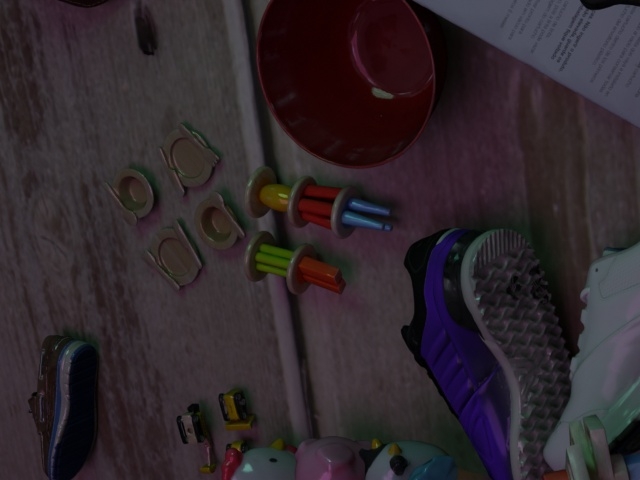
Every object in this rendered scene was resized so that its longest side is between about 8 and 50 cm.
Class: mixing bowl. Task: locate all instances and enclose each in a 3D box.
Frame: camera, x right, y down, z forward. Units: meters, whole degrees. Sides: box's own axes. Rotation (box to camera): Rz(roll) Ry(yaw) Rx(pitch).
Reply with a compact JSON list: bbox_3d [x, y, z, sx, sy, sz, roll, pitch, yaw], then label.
[{"bbox_3d":[0.044,-0.164,1.330,0.181,0.098,0.182,14,117,29],"label":"mixing bowl"}]

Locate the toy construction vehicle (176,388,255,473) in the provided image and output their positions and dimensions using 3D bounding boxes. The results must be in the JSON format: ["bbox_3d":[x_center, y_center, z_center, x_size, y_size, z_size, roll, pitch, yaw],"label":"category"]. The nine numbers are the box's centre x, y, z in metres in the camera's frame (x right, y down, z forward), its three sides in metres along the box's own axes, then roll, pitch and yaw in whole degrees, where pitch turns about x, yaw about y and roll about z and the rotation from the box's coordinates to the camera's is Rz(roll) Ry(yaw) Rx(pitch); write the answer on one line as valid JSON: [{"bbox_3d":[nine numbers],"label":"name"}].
[{"bbox_3d":[-0.107,0.207,1.629,0.085,0.035,0.098,-9,106,25],"label":"toy construction vehicle"}]

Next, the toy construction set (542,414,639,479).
[{"bbox_3d":[0.339,0.222,1.196,0.327,0.215,0.151,2,80,5],"label":"toy construction set"}]

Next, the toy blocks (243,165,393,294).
[{"bbox_3d":[0.000,0.000,1.455,0.148,0.054,0.123,14,115,29],"label":"toy blocks"}]

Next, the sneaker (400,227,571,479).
[{"bbox_3d":[0.150,0.118,1.381,0.146,0.102,0.293,6,118,49],"label":"sneaker"}]

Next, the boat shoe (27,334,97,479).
[{"bbox_3d":[-0.301,0.193,1.738,0.066,0.066,0.183,22,110,31],"label":"boat shoe"}]

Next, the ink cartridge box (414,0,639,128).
[{"bbox_3d":[0.261,-0.259,1.150,0.330,0.071,0.324,30,124,5],"label":"ink cartridge box"}]

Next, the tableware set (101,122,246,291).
[{"bbox_3d":[-0.149,-0.033,1.565,0.168,0.020,0.141,-34,88,39],"label":"tableware set"}]

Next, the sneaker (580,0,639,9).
[{"bbox_3d":[0.395,-0.162,1.022,0.482,0.185,0.202,26,136,16],"label":"sneaker"}]

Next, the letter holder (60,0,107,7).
[{"bbox_3d":[-0.206,-0.373,1.402,0.301,0.214,0.152,-31,58,38],"label":"letter holder"}]

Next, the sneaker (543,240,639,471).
[{"bbox_3d":[0.273,0.080,1.280,0.129,0.111,0.297,44,117,27],"label":"sneaker"}]

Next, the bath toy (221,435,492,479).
[{"bbox_3d":[0.020,0.251,1.459,0.129,0.151,0.348,50,153,-23],"label":"bath toy"}]
